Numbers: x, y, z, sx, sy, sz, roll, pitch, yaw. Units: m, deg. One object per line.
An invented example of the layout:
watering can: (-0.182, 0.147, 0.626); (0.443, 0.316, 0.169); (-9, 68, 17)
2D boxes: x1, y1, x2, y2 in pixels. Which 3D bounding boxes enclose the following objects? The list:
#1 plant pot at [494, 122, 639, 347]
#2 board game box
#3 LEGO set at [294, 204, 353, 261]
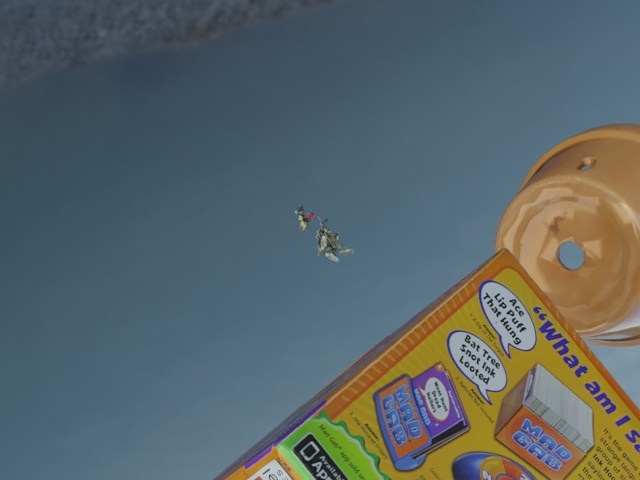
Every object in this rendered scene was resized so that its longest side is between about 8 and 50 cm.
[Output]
plant pot: (0.349, 0.007, 1.947); (0.291, 0.291, 0.203); (-52, 162, 28)
board game box: (0.083, 0.295, 1.356); (0.356, 0.356, 0.356); (-35, 175, -46)
LEGO set: (-0.001, -0.002, 1.533); (0.023, 0.054, 0.083); (-37, 117, 19)
